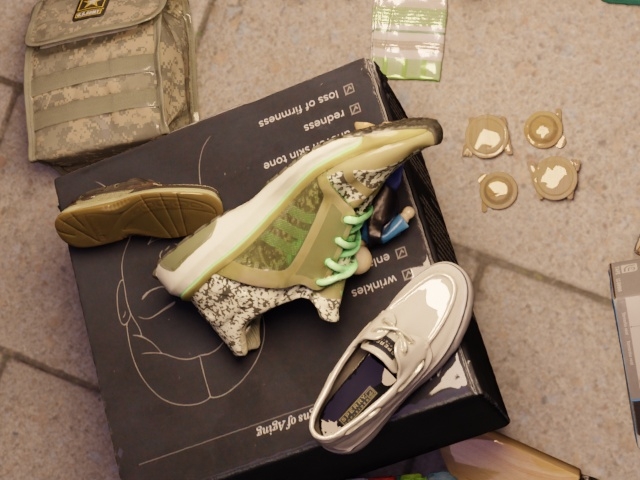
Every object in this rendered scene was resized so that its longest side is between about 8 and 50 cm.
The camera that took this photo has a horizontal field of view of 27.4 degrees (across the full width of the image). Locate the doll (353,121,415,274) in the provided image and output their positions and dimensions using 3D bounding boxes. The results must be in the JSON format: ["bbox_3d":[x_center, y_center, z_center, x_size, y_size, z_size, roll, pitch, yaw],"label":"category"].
[{"bbox_3d":[0.057,-0.050,1.615,0.129,0.046,0.189,4,78,28],"label":"doll"}]

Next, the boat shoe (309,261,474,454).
[{"bbox_3d":[0.079,0.132,1.536,0.096,0.088,0.267,42,90,22],"label":"boat shoe"}]

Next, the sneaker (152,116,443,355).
[{"bbox_3d":[0.000,0.000,1.559,0.410,0.158,0.182,-34,88,27],"label":"sneaker"}]

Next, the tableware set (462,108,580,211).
[{"bbox_3d":[0.291,-0.119,1.908,0.168,0.020,0.141,-8,83,13],"label":"tableware set"}]

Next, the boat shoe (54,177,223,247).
[{"bbox_3d":[-0.230,-0.047,1.684,0.223,0.080,0.073,-9,41,14],"label":"boat shoe"}]

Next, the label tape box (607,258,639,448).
[{"bbox_3d":[0.567,0.131,1.741,0.333,0.106,0.241,-10,114,12],"label":"label tape box"}]

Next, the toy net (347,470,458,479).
[{"bbox_3d":[0.089,0.352,1.840,0.232,0.122,0.045,-15,76,46],"label":"toy net"}]

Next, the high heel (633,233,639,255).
[{"bbox_3d":[0.479,-0.110,1.825,0.186,0.093,0.261,-26,91,3],"label":"high heel"}]

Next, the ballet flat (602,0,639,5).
[{"bbox_3d":[0.478,-0.355,1.863,0.168,0.057,0.052,14,80,12],"label":"ballet flat"}]

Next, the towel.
[{"bbox_3d":[0.129,-0.314,1.951,0.113,0.023,0.152,4,88,13],"label":"towel"}]

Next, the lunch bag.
[{"bbox_3d":[-0.314,-0.261,1.975,0.235,0.169,0.287,-9,77,15],"label":"lunch bag"}]

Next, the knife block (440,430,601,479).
[{"bbox_3d":[0.314,0.335,1.842,0.242,0.088,0.276,-23,82,9],"label":"knife block"}]

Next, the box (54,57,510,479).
[{"bbox_3d":[-0.052,0.085,1.789,0.479,0.297,0.472,-20,69,11],"label":"box"}]
